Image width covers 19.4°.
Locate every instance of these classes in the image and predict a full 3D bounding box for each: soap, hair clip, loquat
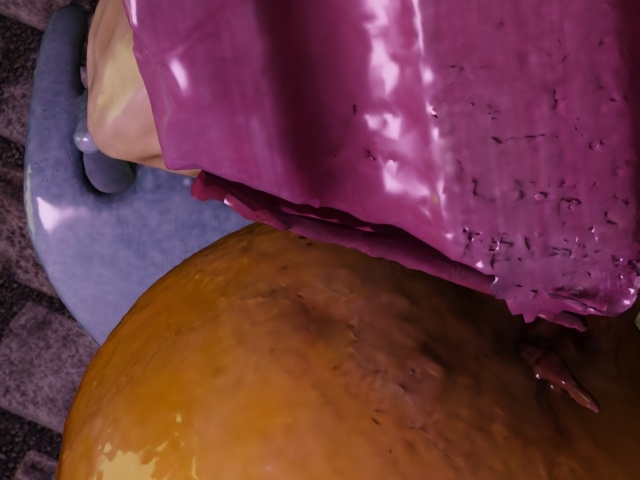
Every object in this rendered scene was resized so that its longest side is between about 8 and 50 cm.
[{"bbox_3d":[0.031,-0.118,0.400,0.112,0.182,0.289,-92,-8,-66],"label":"soap"},{"bbox_3d":[0.000,0.000,1.020,0.392,0.318,0.238,-88,-5,-62],"label":"hair clip"},{"bbox_3d":[0.034,0.108,0.753,0.275,0.275,0.274,-5,-90,-88],"label":"loquat"}]

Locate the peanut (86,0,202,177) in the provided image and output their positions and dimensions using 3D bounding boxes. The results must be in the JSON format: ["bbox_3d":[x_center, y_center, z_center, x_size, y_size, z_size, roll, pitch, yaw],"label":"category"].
[{"bbox_3d":[0.013,-0.126,0.848,0.149,0.313,0.149,33,144,29],"label":"peanut"}]
